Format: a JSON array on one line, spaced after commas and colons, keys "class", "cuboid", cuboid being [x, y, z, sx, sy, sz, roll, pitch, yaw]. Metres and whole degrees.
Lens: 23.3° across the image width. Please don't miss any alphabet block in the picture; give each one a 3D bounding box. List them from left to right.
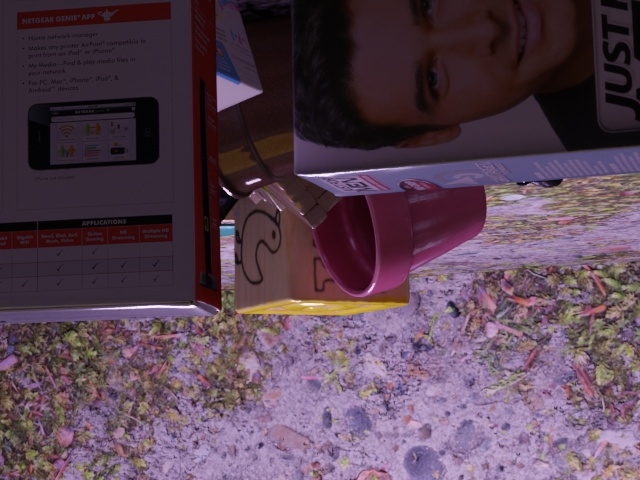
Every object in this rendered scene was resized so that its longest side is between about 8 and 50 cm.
[{"class": "alphabet block", "cuboid": [0.000, 0.000, 2.172, 0.193, 0.197, 0.192, 3, 171, -27]}]

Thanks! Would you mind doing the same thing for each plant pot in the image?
[{"class": "plant pot", "cuboid": [-0.014, -0.134, 1.384, 0.165, 0.167, 0.167, -11, 170, 17]}, {"class": "plant pot", "cuboid": [0.103, -0.045, 1.972, 0.180, 0.201, 0.201, -15, 178, -22]}]

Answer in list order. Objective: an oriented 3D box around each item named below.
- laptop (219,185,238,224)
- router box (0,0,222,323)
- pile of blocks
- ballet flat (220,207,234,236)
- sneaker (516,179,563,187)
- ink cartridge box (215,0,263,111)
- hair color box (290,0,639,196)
[{"class": "laptop", "cuboid": [-0.247, -0.091, 2.144, 0.234, 0.137, 0.264, 3, 146, -31]}, {"class": "router box", "cuboid": [-0.240, -0.093, 1.085, 0.335, 0.301, 0.082, -2, 172, 8]}, {"class": "pile of blocks", "cuboid": [-0.052, -0.118, 1.706, 0.112, 0.149, 0.362, -44, -164, -7]}, {"class": "ballet flat", "cuboid": [-0.212, -0.035, 2.346, 0.232, 0.073, 0.080, -10, 166, 11]}, {"class": "sneaker", "cuboid": [0.186, -0.110, 1.501, 0.286, 0.130, 0.109, -11, -176, -31]}, {"class": "ink cartridge box", "cuboid": [-0.118, -0.169, 1.176, 0.089, 0.143, 0.092, -20, 167, 19]}, {"class": "hair color box", "cuboid": [0.169, -0.145, 1.198, 0.374, 0.185, 0.113, -4, 172, 18]}]
